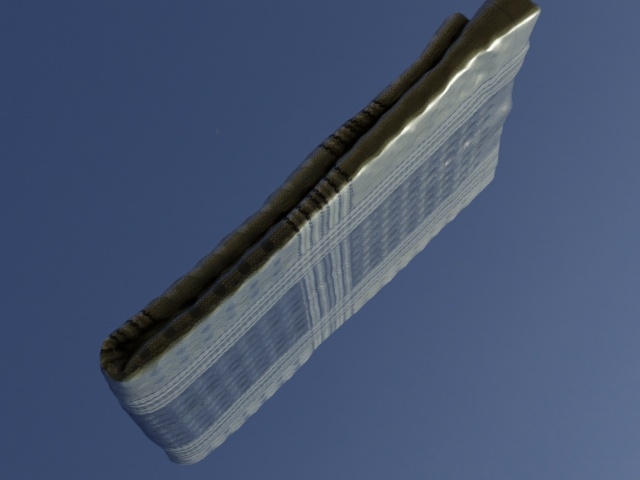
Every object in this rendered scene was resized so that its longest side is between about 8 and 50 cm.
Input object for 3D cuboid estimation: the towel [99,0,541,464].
[{"bbox_3d":[0.000,0.000,0.851,0.324,0.312,0.056,-43,-104,-11],"label":"towel"}]
